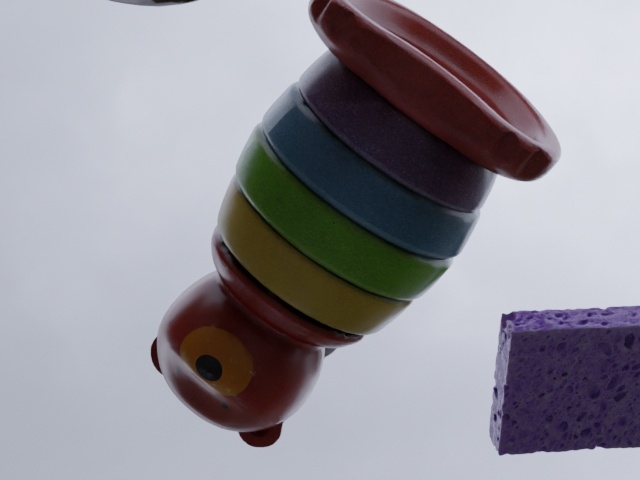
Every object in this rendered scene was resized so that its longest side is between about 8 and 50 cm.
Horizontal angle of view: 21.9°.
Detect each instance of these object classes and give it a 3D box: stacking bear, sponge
[{"bbox_3d":[0.000,0.000,1.052,0.175,0.164,0.289,37,-73,3],"label":"stacking bear"},{"bbox_3d":[0.234,0.104,1.241,0.210,0.031,0.117,-2,-58,-9],"label":"sponge"}]

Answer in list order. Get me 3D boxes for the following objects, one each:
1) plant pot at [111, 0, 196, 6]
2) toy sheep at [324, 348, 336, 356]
[{"bbox_3d":[-0.081,-0.244,0.809,0.263,0.263,0.229,26,-33,5],"label":"plant pot"},{"bbox_3d":[-0.023,0.069,1.425,0.132,0.091,0.091,-9,-67,54],"label":"toy sheep"}]
